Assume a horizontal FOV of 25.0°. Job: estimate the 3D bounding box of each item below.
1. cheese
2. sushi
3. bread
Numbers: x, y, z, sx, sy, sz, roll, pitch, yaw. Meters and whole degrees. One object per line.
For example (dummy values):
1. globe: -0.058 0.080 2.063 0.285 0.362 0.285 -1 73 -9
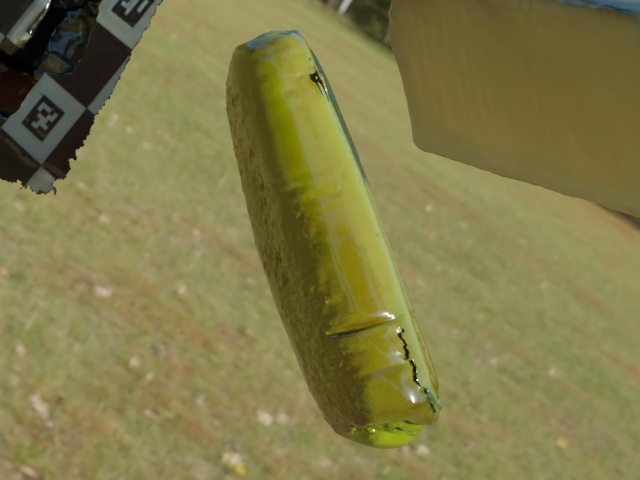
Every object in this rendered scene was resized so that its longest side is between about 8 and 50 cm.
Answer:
1. cheese: 0.214 -0.119 0.809 0.265 0.124 0.242 -24 30 -28
2. sushi: -0.153 -0.168 0.899 0.193 0.279 0.043 22 -7 29
3. bread: 0.000 0.000 1.264 0.166 0.112 0.383 38 32 -80
